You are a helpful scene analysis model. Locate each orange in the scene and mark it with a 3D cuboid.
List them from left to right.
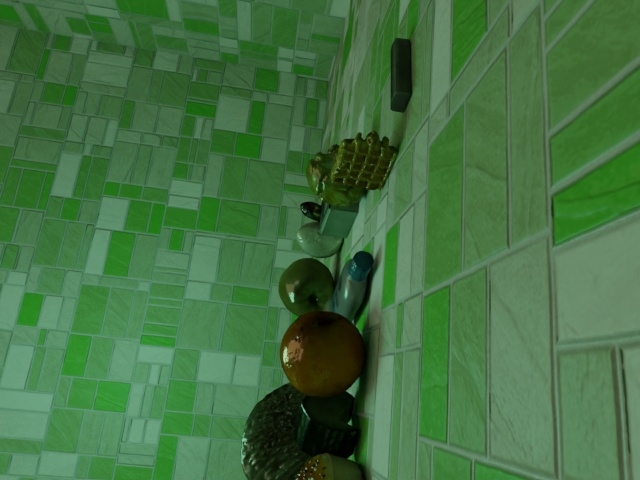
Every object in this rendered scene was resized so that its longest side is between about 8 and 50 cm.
[{"bbox_3d":[0.007,0.319,1.434,0.246,0.246,0.246,-173,90,-84],"label":"orange"}]

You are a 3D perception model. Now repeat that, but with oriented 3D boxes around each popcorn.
[{"bbox_3d":[0.055,-0.217,1.763,0.184,0.221,0.204,-59,-2,-17],"label":"popcorn"}]

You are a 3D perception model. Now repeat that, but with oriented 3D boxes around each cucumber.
[{"bbox_3d":[0.016,0.517,1.440,0.191,0.191,0.130,-93,18,-61],"label":"cucumber"}]

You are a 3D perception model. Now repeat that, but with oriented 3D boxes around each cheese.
[{"bbox_3d":[0.000,0.000,2.199,0.189,0.198,0.155,59,-146,-85],"label":"cheese"}]

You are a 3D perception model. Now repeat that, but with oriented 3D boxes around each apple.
[{"bbox_3d":[-0.059,0.211,2.198,0.262,0.262,0.262,-173,90,-84],"label":"apple"}]

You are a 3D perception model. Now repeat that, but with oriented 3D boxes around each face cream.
[{"bbox_3d":[0.098,0.143,1.563,0.337,0.080,0.163,106,170,-57],"label":"face cream"}]

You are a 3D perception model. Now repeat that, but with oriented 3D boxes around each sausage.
[{"bbox_3d":[-0.003,-0.118,2.170,0.371,0.082,0.082,13,-96,-70],"label":"sausage"}]

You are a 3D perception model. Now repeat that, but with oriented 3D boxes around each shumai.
[{"bbox_3d":[-0.081,0.713,1.703,0.397,0.324,0.323,-83,-10,-49],"label":"shumai"}]

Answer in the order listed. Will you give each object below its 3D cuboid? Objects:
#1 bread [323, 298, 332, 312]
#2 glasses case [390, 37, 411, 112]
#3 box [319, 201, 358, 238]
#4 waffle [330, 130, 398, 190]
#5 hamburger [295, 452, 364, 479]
[{"bbox_3d":[0.039,0.380,1.764,0.183,0.102,0.337,-115,35,-72],"label":"bread"},{"bbox_3d":[0.214,-0.449,1.362,0.071,0.047,0.205,107,169,-63],"label":"glasses case"},{"bbox_3d":[0.073,-0.162,1.998,0.225,0.117,0.225,110,166,-63],"label":"box"},{"bbox_3d":[0.122,-0.228,1.411,0.211,0.160,0.055,107,170,-61],"label":"waffle"},{"bbox_3d":[0.010,0.693,1.271,0.300,0.176,0.300,-171,90,-84],"label":"hamburger"}]
